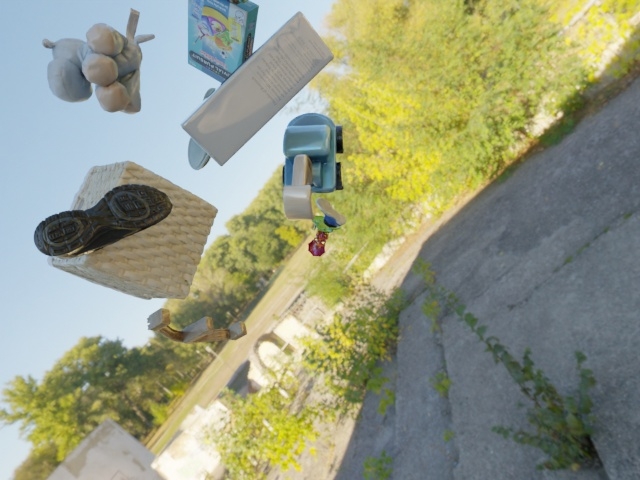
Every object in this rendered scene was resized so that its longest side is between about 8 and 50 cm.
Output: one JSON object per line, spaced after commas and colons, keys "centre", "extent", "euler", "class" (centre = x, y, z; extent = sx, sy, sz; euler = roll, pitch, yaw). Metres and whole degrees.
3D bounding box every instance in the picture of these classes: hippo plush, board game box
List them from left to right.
{"centre": [-0.616, -0.482, 1.161], "extent": [0.234, 0.236, 0.294], "euler": [73, -159, -81], "class": "hippo plush"}
{"centre": [-0.378, -0.771, 1.663], "extent": [0.079, 0.253, 0.336], "euler": [-53, -9, -37], "class": "board game box"}

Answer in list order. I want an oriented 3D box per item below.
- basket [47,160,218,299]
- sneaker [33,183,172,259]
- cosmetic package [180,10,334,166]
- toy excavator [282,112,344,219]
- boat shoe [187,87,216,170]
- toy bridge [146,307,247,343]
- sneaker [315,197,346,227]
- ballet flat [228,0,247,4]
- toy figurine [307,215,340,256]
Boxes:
{"centre": [-0.533, -0.022, 1.278], "extent": [0.266, 0.331, 0.329], "euler": [-4, 64, 44], "class": "basket"}
{"centre": [-0.477, -0.040, 0.987], "extent": [0.286, 0.109, 0.130], "euler": [-23, -7, -27], "class": "sneaker"}
{"centre": [-0.198, -0.442, 1.308], "extent": [0.453, 0.161, 0.230], "euler": [-44, 23, -1], "class": "cosmetic package"}
{"centre": [-0.048, -0.253, 1.464], "extent": [0.445, 0.222, 0.433], "euler": [45, -135, -78], "class": "toy excavator"}
{"centre": [-0.385, -0.389, 1.569], "extent": [0.091, 0.114, 0.303], "euler": [-17, -39, -59], "class": "boat shoe"}
{"centre": [-0.202, 0.146, 0.715], "extent": [0.063, 0.026, 0.188], "euler": [-31, -30, 22], "class": "toy bridge"}
{"centre": [0.025, -0.105, 1.766], "extent": [0.084, 0.152, 0.058], "euler": [-28, 32, 50], "class": "sneaker"}
{"centre": [-0.211, -0.951, 1.284], "extent": [0.483, 0.182, 0.164], "euler": [-48, 8, 39], "class": "ballet flat"}
{"centre": [0.000, 0.000, 1.847], "extent": [0.173, 0.130, 0.159], "euler": [-85, 11, -69], "class": "toy figurine"}
